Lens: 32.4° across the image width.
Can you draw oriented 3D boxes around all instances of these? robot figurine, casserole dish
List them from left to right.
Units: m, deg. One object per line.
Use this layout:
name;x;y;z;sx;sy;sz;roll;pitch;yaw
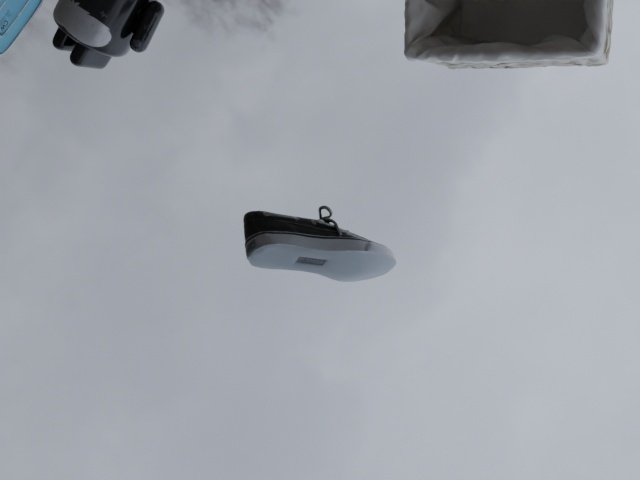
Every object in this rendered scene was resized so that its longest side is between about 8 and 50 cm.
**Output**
casserole dish;-0.483;-0.356;1.679;0.037;0.114;0.188;19;-112;27
robot figurine;-0.421;-0.478;2.198;0.278;0.209;0.173;-56;-162;20

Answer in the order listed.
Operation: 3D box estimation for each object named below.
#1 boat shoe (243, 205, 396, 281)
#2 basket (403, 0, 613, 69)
boat shoe;-0.002;0.002;2.005;0.113;0.306;0.105;-53;-139;48
basket;0.329;-0.459;1.868;0.328;0.266;0.331;2;-85;19
